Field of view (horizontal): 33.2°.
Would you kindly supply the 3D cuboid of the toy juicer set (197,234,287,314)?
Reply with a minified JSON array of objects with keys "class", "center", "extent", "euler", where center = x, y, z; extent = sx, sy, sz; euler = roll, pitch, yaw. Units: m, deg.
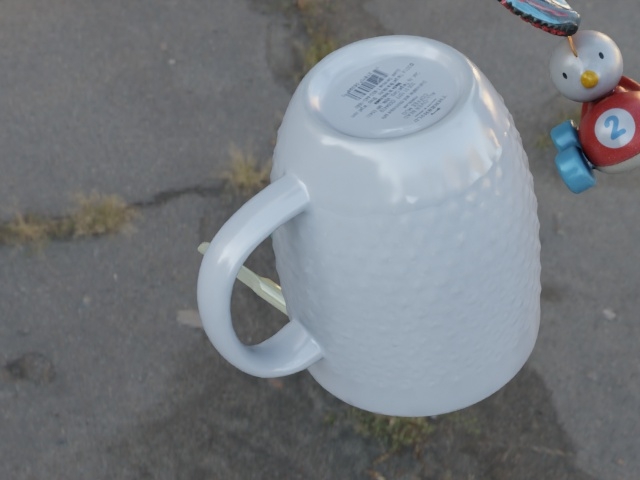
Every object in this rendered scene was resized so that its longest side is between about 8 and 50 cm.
[{"class":"toy juicer set","center":[0.000,0.000,1.559],"extent":[0.209,0.329,0.089],"euler":[52,32,-5]}]

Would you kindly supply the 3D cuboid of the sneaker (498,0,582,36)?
[{"class":"sneaker","center":[0.296,-0.402,1.558],"extent":[0.104,0.125,0.262],"euler":[8,36,-52]}]

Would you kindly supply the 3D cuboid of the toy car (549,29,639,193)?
[{"class":"toy car","center":[0.429,-0.239,1.668],"extent":[0.219,0.238,0.210],"euler":[-30,20,22]}]

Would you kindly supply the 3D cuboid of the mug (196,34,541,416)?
[{"class":"mug","center":[0.045,-0.003,1.076],"extent":[0.374,0.328,0.276],"euler":[-31,48,-19]}]
